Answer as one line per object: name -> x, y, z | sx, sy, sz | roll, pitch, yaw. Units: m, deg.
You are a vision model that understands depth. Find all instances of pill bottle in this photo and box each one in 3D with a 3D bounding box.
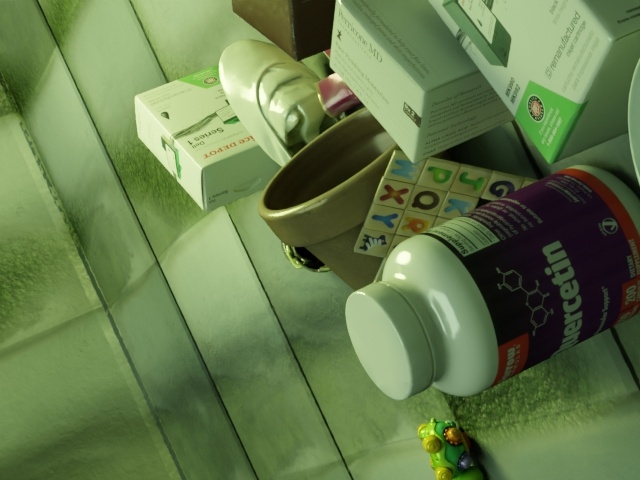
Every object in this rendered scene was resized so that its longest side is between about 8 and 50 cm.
pill bottle -> 0.195, 0.051, 1.696 | 0.181, 0.323, 0.181 | 47, 151, 37

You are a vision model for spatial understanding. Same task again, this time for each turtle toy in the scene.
turtle toy -> 0.190, 0.313, 2.282 | 0.095, 0.066, 0.130 | -111, -2, -81

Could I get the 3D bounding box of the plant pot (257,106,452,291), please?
plant pot -> 0.087, -0.025, 1.999 | 0.229, 0.263, 0.263 | 56, 161, -18

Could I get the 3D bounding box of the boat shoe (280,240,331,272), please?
boat shoe -> -0.002, -0.004, 2.363 | 0.305, 0.091, 0.109 | -12, 100, 67

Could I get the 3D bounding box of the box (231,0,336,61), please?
box -> -0.011, -0.364, 1.945 | 0.167, 0.168, 0.203 | 42, 146, 44

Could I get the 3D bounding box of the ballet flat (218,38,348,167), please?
ballet flat -> 0.005, -0.131, 2.175 | 0.400, 0.139, 0.139 | 56, 156, 7

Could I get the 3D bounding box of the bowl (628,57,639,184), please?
bowl -> 0.410, -0.075, 1.355 | 0.298, 0.134, 0.298 | 48, 151, 37

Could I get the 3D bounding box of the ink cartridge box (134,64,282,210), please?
ink cartridge box -> -0.171, -0.164, 2.492 | 0.219, 0.160, 0.092 | 46, 150, 38

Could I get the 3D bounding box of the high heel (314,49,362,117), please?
high heel -> 0.026, -0.291, 2.096 | 0.117, 0.082, 0.244 | -26, 66, 28

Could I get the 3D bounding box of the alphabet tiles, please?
alphabet tiles -> 0.145, 0.002, 1.882 | 0.009, 0.198, 0.237 | -93, 19, -49

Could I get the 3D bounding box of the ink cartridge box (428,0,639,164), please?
ink cartridge box -> 0.225, -0.258, 1.597 | 0.289, 0.121, 0.211 | 56, 155, 23

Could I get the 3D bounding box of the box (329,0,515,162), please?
box -> 0.133, -0.211, 1.763 | 0.181, 0.182, 0.119 | 52, 154, 31
